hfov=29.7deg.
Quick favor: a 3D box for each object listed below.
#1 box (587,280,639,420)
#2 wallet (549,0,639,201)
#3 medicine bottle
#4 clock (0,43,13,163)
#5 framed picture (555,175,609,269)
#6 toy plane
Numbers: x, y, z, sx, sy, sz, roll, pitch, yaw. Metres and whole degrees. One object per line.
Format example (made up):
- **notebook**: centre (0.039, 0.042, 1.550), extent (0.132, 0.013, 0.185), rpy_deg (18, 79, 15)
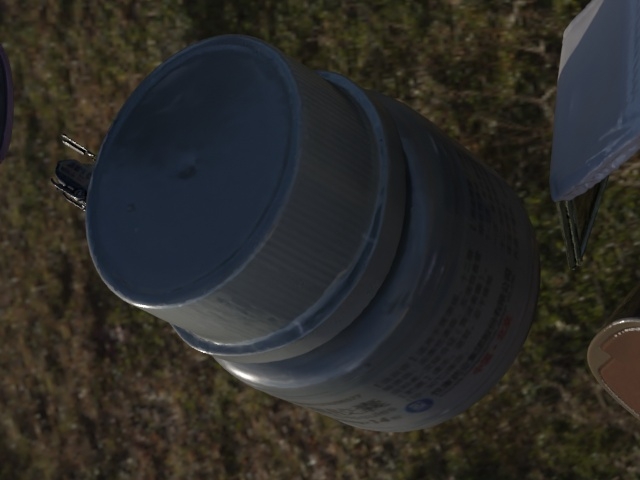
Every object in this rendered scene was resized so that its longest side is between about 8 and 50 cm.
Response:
- **box**: centre (0.516, 0.125, 1.532), extent (0.301, 0.216, 0.301), rpy_deg (33, 156, 17)
- **wallet**: centre (0.220, -0.123, 0.924), extent (0.124, 0.032, 0.183), rpy_deg (-46, 29, 54)
- **medicine bottle**: centre (0.000, 0.000, 0.918), extent (0.245, 0.306, 0.245), rpy_deg (-18, 60, 33)
- **clock**: centre (-0.307, -0.117, 1.042), extent (0.050, 0.110, 0.153), rpy_deg (-14, 68, 28)
- **framed picture**: centre (0.320, -0.097, 1.408), extent (0.017, 0.274, 0.217), rpy_deg (16, 79, 19)
- **toy plane**: centre (-0.191, -0.048, 1.052), extent (0.120, 0.049, 0.031), rpy_deg (31, 164, 21)
